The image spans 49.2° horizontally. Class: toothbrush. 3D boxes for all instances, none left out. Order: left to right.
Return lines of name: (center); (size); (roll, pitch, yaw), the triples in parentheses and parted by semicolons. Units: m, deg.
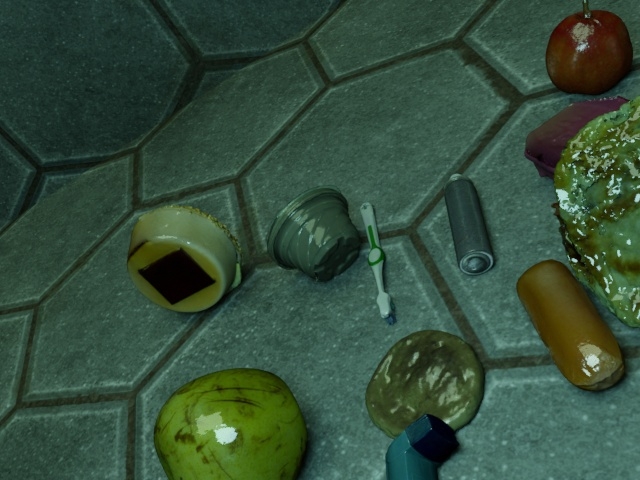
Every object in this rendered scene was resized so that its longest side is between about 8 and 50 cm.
toothbrush: (0.125, 0.032, 1.595); (0.042, 0.040, 0.418); (-28, 36, 16)

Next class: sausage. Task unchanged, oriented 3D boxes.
sausage: (0.417, 0.138, 1.179); (0.105, 0.105, 0.274); (-29, 36, 11)

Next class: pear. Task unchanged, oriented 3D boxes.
pear: (-0.161, 0.365, 1.285); (0.283, 0.283, 0.283); (-23, 38, 19)

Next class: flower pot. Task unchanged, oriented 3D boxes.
flower pot: (0.000, 0.000, 1.615); (0.235, 0.235, 0.140); (-40, 58, -5)

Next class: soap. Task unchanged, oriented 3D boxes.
soap: (0.569, -0.171, 1.378); (0.220, 0.127, 0.325); (-37, 34, -4)

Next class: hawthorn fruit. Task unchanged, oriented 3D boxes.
hawthorn fruit: (0.602, -0.443, 1.573); (0.196, 0.225, 0.196); (-12, 46, 13)

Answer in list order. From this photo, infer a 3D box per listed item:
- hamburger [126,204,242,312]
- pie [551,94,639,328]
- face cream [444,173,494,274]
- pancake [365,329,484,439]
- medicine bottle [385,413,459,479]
hamburger: (-0.346, 0.043, 1.768); (0.302, 0.302, 0.170); (-19, 33, 24)
pie: (0.586, -0.040, 1.107); (0.395, 0.180, 0.418); (-36, 68, 16)
face cream: (0.312, -0.047, 1.497); (0.073, 0.073, 0.283); (-23, 38, 19)
pancake: (0.182, 0.261, 1.280); (0.242, 0.050, 0.242); (-24, 37, 19)
medicine bottle: (0.160, 0.410, 1.100); (0.124, 0.079, 0.258); (-36, 33, 31)
